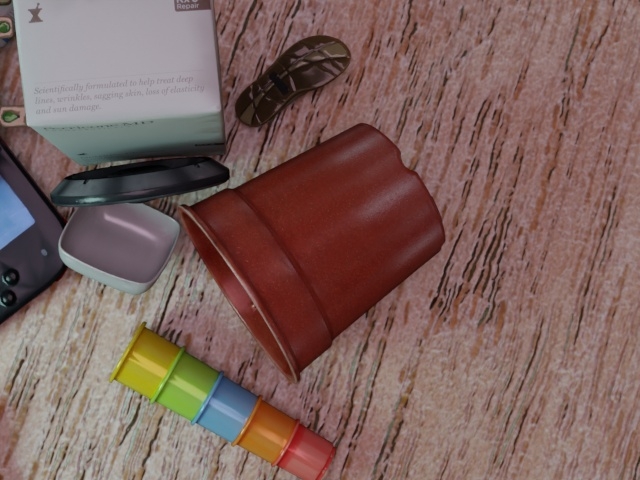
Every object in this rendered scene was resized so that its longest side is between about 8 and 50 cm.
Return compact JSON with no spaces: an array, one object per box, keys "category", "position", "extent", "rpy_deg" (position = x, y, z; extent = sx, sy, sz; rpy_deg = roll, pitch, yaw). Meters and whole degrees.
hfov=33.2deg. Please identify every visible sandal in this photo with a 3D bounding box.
[{"category":"sandal","position":[-0.039,-0.221,1.490],"extent":[0.180,0.049,0.072],"rpy_deg":[-35,85,12]}]

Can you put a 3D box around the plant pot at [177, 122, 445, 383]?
[{"category":"plant pot","position":[0.000,0.000,1.391],"extent":[0.265,0.272,0.272],"rpy_deg":[-33,91,-11]}]

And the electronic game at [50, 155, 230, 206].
[{"category":"electronic game","position":[-0.230,-0.072,1.377],"extent":[0.229,0.229,0.048],"rpy_deg":[-8,100,-3]}]

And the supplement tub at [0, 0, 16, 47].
[{"category":"supplement tub","position":[-0.430,-0.322,1.455],"extent":[0.071,0.071,0.107],"rpy_deg":[37,87,-2]}]

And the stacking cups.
[{"category":"stacking cups","position":[-0.125,0.222,1.458],"extent":[0.316,0.096,0.096],"rpy_deg":[28,88,-5]}]

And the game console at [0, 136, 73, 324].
[{"category":"game console","position":[-0.560,-0.031,1.451],"extent":[0.342,0.060,0.386],"rpy_deg":[-37,91,-3]}]

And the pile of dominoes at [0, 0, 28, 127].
[{"category":"pile of dominoes","position":[-0.439,-0.270,1.399],"extent":[0.196,0.040,0.251],"rpy_deg":[-5,96,-13]}]

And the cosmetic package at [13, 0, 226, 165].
[{"category":"cosmetic package","position":[-0.225,-0.191,1.307],"extent":[0.217,0.385,0.156],"rpy_deg":[-5,89,-3]}]

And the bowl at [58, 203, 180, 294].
[{"category":"bowl","position":[-0.271,0.009,1.442],"extent":[0.142,0.142,0.053],"rpy_deg":[23,133,-2]}]
